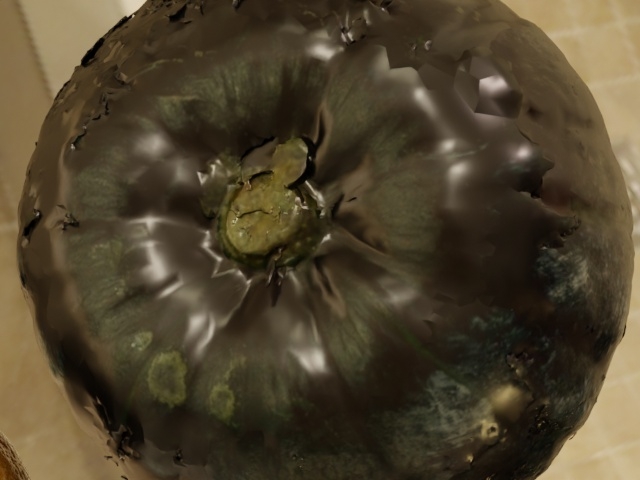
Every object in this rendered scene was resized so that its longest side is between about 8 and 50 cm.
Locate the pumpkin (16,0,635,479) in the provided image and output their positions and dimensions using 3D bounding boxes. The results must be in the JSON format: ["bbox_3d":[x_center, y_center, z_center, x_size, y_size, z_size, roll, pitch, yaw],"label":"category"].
[{"bbox_3d":[0.000,0.000,0.648,0.233,0.163,0.233,-3,78,15],"label":"pumpkin"}]

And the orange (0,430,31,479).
[{"bbox_3d":[-0.139,0.093,0.615,0.085,0.085,0.085,13,61,-24],"label":"orange"}]
